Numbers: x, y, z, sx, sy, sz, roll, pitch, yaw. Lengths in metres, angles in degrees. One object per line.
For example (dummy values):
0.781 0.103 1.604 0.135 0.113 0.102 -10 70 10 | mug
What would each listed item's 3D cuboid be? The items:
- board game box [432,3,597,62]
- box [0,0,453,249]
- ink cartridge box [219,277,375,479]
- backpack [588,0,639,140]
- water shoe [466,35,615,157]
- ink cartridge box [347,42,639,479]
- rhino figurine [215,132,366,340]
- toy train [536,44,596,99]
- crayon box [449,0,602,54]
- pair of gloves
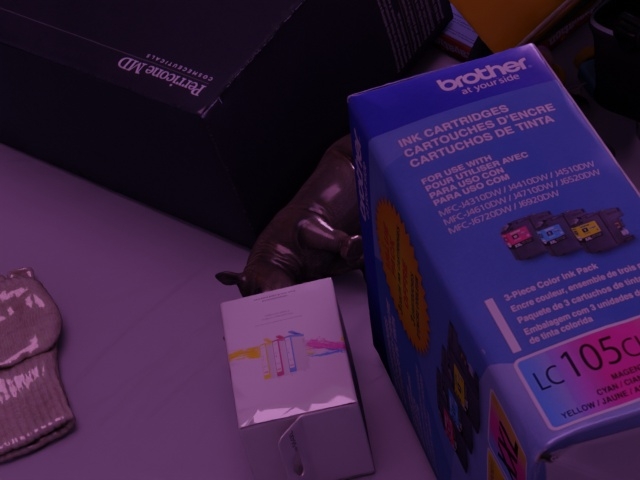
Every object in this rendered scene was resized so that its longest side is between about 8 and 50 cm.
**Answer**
0.125 -0.251 1.586 0.145 0.027 0.281 -40 50 -20 | board game box
-0.115 -0.203 1.484 0.343 0.179 0.312 23 60 33 | box
-0.016 0.117 1.230 0.089 0.092 0.143 -14 46 1 | ink cartridge box
0.368 -0.167 1.328 0.225 0.191 0.253 28 65 37 | backpack
0.178 -0.105 1.372 0.080 0.073 0.203 11 34 -23 | water shoe
0.134 0.058 1.121 0.151 0.270 0.395 -15 45 -8 | ink cartridge box
0.000 0.000 1.350 0.106 0.073 0.243 21 58 37 | rhino figurine
0.215 -0.178 1.453 0.166 0.046 0.125 11 58 8 | toy train
0.238 -0.262 1.354 0.083 0.203 0.323 50 40 3 | crayon box
-0.326 0.110 1.353 0.240 0.042 0.204 -17 45 -2 | pair of gloves
